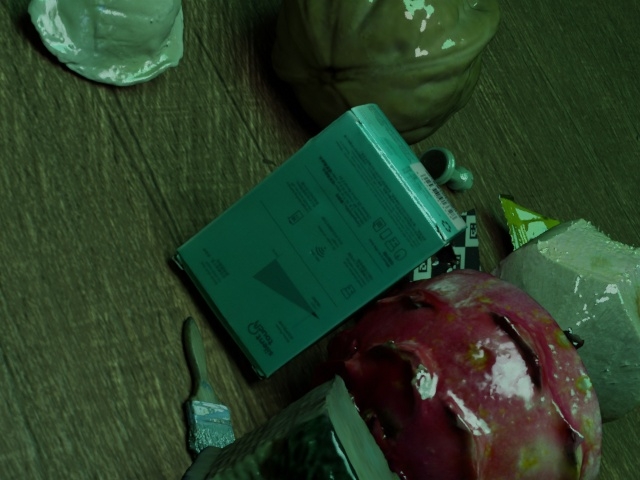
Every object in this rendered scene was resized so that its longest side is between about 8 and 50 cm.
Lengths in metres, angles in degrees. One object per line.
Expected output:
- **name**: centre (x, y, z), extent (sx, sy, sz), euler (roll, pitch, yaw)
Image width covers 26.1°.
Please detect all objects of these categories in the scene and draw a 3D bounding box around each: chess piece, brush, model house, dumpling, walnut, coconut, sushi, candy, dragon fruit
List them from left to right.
- **dumpling**: centre (-0.267, -0.294, 1.830), extent (0.252, 0.131, 0.179), euler (-32, 109, -46)
- **brush**: centre (-0.143, 0.177, 1.661), extent (0.070, 0.021, 0.196), euler (17, 47, -42)
- **model house**: centre (-0.029, 0.340, 1.426), extent (0.298, 0.284, 0.243), euler (61, 10, -3)
- **walnut**: centre (0.097, -0.315, 2.113), extent (0.381, 0.381, 0.381), euler (31, 40, -31)
- **dragon fruit**: centre (0.134, 0.231, 1.645), extent (0.249, 0.371, 0.386), euler (-12, 60, -43)
- **sushi**: centre (0.156, 0.108, 1.867), extent (0.192, 0.043, 0.279), euler (-25, 114, -50)
- **chess piece**: centre (0.214, -0.113, 2.316), extent (0.103, 0.067, 0.067), euler (22, 45, -52)
- **candy**: centre (0.423, 0.021, 2.434), extent (0.297, 0.081, 0.187), euler (9, 56, -47)
- **coconut**: centre (0.389, 0.127, 2.124), extent (0.297, 0.297, 0.309), euler (55, 31, 1)

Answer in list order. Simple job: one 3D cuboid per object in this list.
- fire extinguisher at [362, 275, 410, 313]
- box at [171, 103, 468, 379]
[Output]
- **fire extinguisher**: centre (0.108, 0.063, 1.991), extent (0.135, 0.114, 0.337), euler (86, -8, -60)
- **box**: centre (0.000, 0.000, 1.717), extent (0.205, 0.311, 0.118), euler (54, 21, 7)
